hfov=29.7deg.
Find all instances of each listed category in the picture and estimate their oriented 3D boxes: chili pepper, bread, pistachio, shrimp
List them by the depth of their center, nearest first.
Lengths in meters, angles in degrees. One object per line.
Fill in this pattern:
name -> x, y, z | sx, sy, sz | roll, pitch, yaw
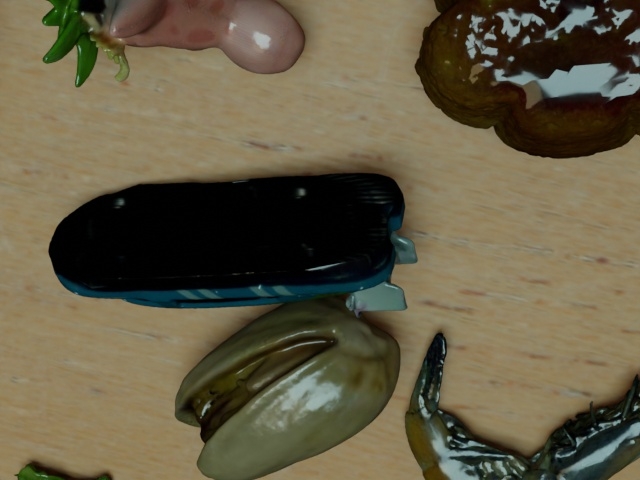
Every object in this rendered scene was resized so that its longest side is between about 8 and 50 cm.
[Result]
bread -> 0.190, -0.181, 0.921 | 0.247, 0.135, 0.232 | -5, 91, 9
pistachio -> -0.029, 0.130, 1.040 | 0.206, 0.129, 0.131 | -32, 145, 17
shrimp -> 0.192, 0.139, 1.050 | 0.262, 0.051, 0.198 | -35, 99, 16
chili pepper -> -0.242, 0.230, 1.128 | 0.091, 0.030, 0.034 | 9, 81, 1

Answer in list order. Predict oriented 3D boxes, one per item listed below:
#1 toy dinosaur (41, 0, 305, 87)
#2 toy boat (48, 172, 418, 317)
toy dinosaur -> -0.119, -0.169, 0.948 | 0.177, 0.194, 0.152 | 28, 98, 20
toy boat -> -0.076, 0.019, 1.000 | 0.299, 0.134, 0.092 | -2, 130, 18
